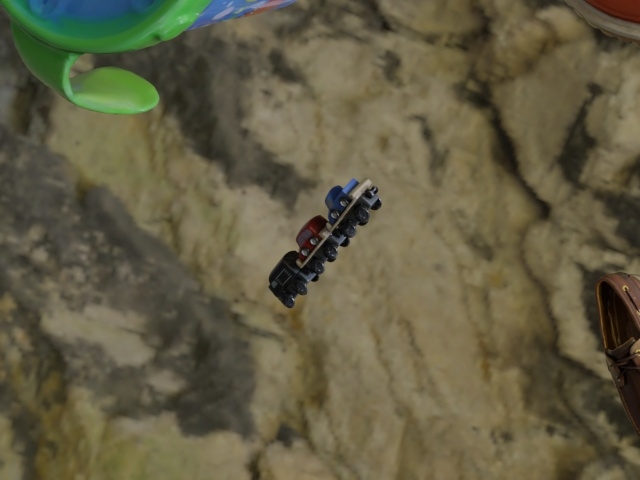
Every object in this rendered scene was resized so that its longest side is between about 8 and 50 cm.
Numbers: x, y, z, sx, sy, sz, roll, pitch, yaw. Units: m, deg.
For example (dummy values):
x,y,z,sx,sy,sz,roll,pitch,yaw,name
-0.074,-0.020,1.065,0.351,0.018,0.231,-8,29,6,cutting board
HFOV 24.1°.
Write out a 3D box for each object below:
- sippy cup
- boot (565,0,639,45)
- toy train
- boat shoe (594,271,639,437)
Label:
x,y,z,sx,sy,sz,roll,pitch,yaw,name
-0.096,-0.251,1.076,0.305,0.224,0.240,-27,-98,33,sippy cup
0.097,-0.128,0.549,0.158,0.084,0.059,35,-99,25,boot
0.000,0.000,1.137,0.027,0.036,0.158,-45,176,-42,toy train
0.299,0.114,1.440,0.064,0.060,0.178,-27,-116,37,boat shoe
